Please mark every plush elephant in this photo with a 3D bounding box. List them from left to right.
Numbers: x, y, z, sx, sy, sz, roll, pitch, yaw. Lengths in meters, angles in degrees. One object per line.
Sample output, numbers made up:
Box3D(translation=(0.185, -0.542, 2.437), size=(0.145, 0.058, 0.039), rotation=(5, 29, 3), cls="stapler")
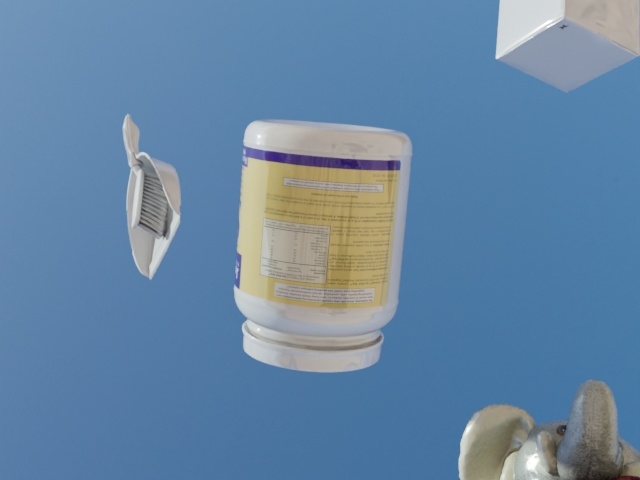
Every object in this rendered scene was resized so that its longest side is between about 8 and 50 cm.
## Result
Box3D(translation=(0.229, 0.245, 0.766), size=(0.272, 0.330, 0.255), rotation=(2, -124, 11), cls="plush elephant")

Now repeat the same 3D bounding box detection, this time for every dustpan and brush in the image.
Box3D(translation=(-0.224, -0.076, 1.135), size=(0.060, 0.147, 0.211), rotation=(10, -128, -22), cls="dustpan and brush")

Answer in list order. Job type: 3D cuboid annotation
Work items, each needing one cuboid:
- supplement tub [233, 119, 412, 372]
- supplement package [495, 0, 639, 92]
Box3D(translation=(0.000, 0.000, 1.287), size=(0.241, 0.241, 0.331), rotation=(1, -80, -23), cls="supplement tub")
Box3D(translation=(0.435, -0.445, 1.573), size=(0.178, 0.175, 0.292), rotation=(19, -113, -26), cls="supplement package")
